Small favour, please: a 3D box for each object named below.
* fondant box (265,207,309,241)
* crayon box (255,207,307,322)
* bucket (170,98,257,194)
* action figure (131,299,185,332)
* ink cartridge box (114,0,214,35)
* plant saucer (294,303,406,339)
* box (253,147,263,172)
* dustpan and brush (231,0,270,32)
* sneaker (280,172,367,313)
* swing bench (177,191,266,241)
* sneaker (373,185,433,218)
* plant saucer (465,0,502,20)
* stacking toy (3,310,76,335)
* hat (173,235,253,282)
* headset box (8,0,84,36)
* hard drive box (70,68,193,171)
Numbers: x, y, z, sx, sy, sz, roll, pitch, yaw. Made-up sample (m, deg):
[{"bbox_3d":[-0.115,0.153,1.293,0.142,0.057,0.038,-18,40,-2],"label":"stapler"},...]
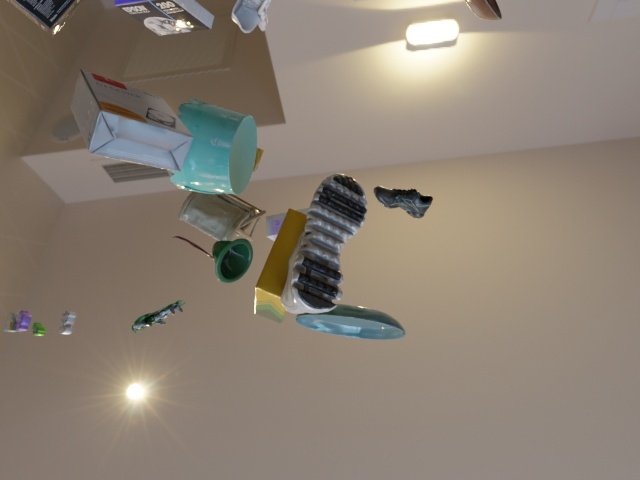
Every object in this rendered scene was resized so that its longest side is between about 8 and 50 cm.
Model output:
[{"bbox_3d":[-0.063,-0.036,1.753,0.238,0.330,0.096,-10,-108,14],"label":"fondant box"},{"bbox_3d":[-0.082,0.062,0.958,0.081,0.318,0.202,21,-114,-1],"label":"crayon box"},{"bbox_3d":[-0.314,-0.271,1.223,0.183,0.281,0.281,13,-123,6],"label":"bucket"},{"bbox_3d":[-0.661,0.312,1.609,0.232,0.137,0.063,-26,-101,17],"label":"action figure"},{"bbox_3d":[-0.426,-0.615,1.056,0.206,0.208,0.045,9,-91,27],"label":"ink cartridge box"},{"bbox_3d":[0.085,0.232,1.155,0.317,0.317,0.044,4,-111,11],"label":"plant saucer"},{"bbox_3d":[-0.268,-0.292,1.374,0.136,0.028,0.081,23,-82,12],"label":"box"},{"bbox_3d":[-0.121,-0.462,0.799,0.147,0.060,0.211,-59,-161,3],"label":"dustpan and brush"},{"bbox_3d":[0.000,0.000,0.734,0.110,0.118,0.292,30,-121,-14],"label":"sneaker"},{"bbox_3d":[-0.411,-0.109,1.719,0.253,0.255,0.165,28,-79,11],"label":"swing bench"},{"bbox_3d":[0.340,-0.180,1.664,0.267,0.106,0.101,16,-134,-24],"label":"sneaker"},{"bbox_3d":[0.313,-0.538,0.844,0.036,0.198,0.198,-27,-137,39],"label":"plant saucer"},{"bbox_3d":[-0.686,0.180,0.916,0.221,0.167,0.052,-12,-114,36],"label":"stacking toy"},{"bbox_3d":[-0.373,0.033,1.473,0.183,0.208,0.173,27,-119,29],"label":"hat"},{"bbox_3d":[-0.640,-0.631,0.849,0.218,0.293,0.110,-55,-147,-6],"label":"headset box"},{"bbox_3d":[-0.403,-0.252,0.857,0.181,0.089,0.232,6,-149,-45],"label":"hard drive box"}]
